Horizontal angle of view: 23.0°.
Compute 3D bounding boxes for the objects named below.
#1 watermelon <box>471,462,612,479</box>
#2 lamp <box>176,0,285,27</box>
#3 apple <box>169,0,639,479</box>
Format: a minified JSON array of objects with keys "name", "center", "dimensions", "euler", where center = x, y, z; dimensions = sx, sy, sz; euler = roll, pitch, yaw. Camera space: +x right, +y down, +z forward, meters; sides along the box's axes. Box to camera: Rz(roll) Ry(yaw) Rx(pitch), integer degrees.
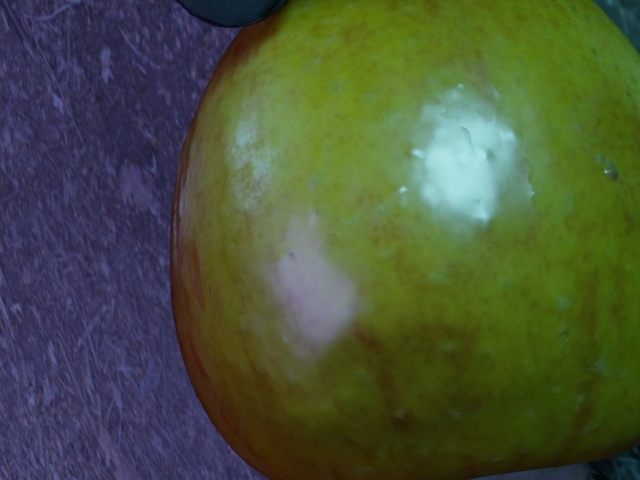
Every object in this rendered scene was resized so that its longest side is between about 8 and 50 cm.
[{"name":"watermelon","center":[0.109,0.254,0.962],"dimensions":[0.289,0.214,0.319],"euler":[32,143,49]},{"name":"lamp","center":[-0.032,-0.304,0.678],"dimensions":[0.272,0.205,0.374],"euler":[33,110,-8]},{"name":"apple","center":[0.059,-0.004,0.842],"dimensions":[0.299,0.299,0.275],"euler":[-28,75,59]}]
